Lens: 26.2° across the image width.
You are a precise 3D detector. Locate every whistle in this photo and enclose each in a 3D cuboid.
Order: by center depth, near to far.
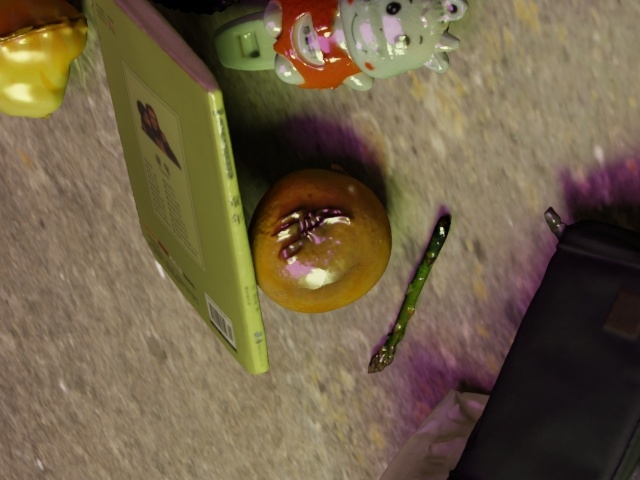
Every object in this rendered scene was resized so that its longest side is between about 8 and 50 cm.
[{"bbox_3d":[0.013,-0.182,1.174,0.253,0.105,0.102,-2,79,35],"label":"whistle"}]

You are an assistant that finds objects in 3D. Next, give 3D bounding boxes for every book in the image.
[{"bbox_3d":[-0.128,-0.058,1.291,0.239,0.035,0.352,48,154,41],"label":"book"}]

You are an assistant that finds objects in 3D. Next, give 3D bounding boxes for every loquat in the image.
[{"bbox_3d":[0.000,0.000,1.287,0.141,0.141,0.141,17,129,23],"label":"loquat"}]

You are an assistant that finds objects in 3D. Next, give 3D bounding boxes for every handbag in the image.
[{"bbox_3d":[0.252,0.140,1.106,0.275,0.178,0.302,26,89,10],"label":"handbag"}]

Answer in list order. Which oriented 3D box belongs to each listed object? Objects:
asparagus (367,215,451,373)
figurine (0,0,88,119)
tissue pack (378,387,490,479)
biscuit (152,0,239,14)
[{"bbox_3d":[0.085,0.062,1.348,0.023,0.022,0.233,60,145,34],"label":"asparagus"},{"bbox_3d":[-0.328,-0.184,1.388,0.246,0.131,0.156,-19,94,52],"label":"figurine"},{"bbox_3d":[0.160,0.362,1.345,0.193,0.266,0.357,11,127,27],"label":"tissue pack"},{"bbox_3d":[-0.122,-0.291,1.213,0.194,0.053,0.195,17,130,22],"label":"biscuit"}]
